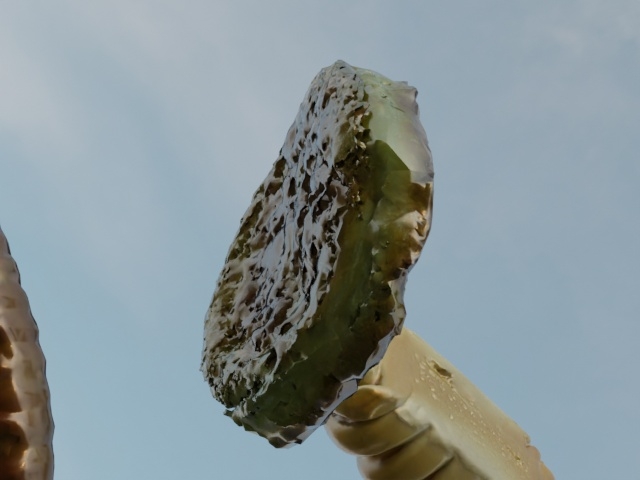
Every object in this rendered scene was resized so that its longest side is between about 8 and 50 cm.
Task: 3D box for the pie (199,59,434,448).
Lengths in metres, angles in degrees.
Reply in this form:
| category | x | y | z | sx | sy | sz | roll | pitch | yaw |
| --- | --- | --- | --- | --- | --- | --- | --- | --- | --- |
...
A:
| category | x | y | z | sx | sy | sz | roll | pitch | yaw |
| --- | --- | --- | --- | --- | --- | --- | --- | --- | --- |
| pie | 0.000 | 0.000 | 0.966 | 0.103 | 0.354 | 0.288 | 21 | -74 | -15 |

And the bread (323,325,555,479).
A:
| category | x | y | z | sx | sy | sz | roll | pitch | yaw |
| --- | --- | --- | --- | --- | --- | --- | --- | --- | --- |
| bread | 0.119 | 0.217 | 1.242 | 0.311 | 0.173 | 0.121 | 44 | -63 | -14 |

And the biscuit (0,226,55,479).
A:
| category | x | y | z | sx | sy | sz | roll | pitch | yaw |
| --- | --- | --- | --- | --- | --- | --- | --- | --- | --- |
| biscuit | -0.208 | 0.082 | 0.420 | 0.305 | 0.038 | 0.305 | -3 | -95 | 34 |
